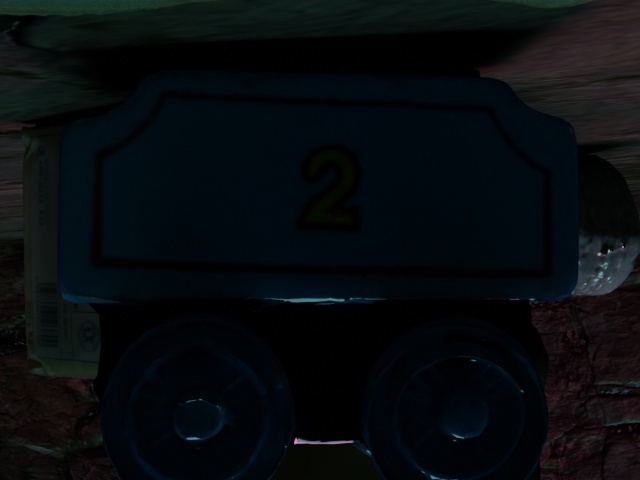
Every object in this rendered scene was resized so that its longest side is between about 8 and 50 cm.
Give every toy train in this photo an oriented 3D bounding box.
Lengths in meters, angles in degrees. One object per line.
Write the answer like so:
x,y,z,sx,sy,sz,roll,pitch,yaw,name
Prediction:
0.004,0.022,0.543,0.300,0.265,0.188,0,177,-6,toy train

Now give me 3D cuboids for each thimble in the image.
0.337,-0.021,1.240,0.143,0.198,0.235,0,-165,-19,thimble

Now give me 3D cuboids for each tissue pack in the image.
-0.150,0.004,0.679,0.148,0.196,0.092,0,-178,30,tissue pack

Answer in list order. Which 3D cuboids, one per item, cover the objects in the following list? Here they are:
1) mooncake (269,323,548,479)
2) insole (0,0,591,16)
0.020,0.189,1.011,0.467,0.262,0.467,4,-171,-1,mooncake
-0.018,-0.107,0.345,0.349,0.009,0.119,-4,178,-15,insole
